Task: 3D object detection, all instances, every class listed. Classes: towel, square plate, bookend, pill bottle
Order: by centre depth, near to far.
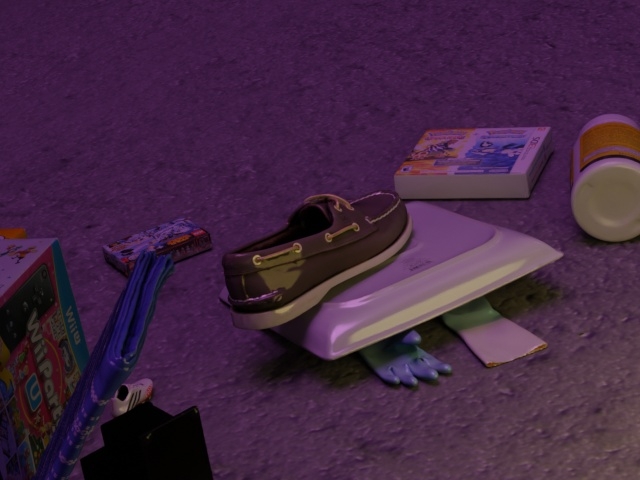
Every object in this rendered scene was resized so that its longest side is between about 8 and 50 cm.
[{"bbox_3d":[-0.237,0.189,1.465,0.040,0.336,0.243,25,24,-8],"label":"towel"},{"bbox_3d":[-0.183,0.228,1.504,0.072,0.156,0.157,-26,28,-33],"label":"bookend"},{"bbox_3d":[0.079,0.032,1.914,0.347,0.049,0.344,-23,19,-21],"label":"square plate"},{"bbox_3d":[0.402,-0.093,2.032,0.119,0.119,0.208,-5,25,12],"label":"pill bottle"}]

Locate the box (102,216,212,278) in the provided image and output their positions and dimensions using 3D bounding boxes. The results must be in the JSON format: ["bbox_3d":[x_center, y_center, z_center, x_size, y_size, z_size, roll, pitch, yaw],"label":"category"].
[{"bbox_3d":[-0.239,0.010,2.166,0.137,0.027,0.094,-21,25,-23],"label":"box"}]

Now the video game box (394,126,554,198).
[{"bbox_3d":[0.236,-0.119,2.245,0.205,0.048,0.187,0,23,21],"label":"video game box"}]

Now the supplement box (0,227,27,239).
[{"bbox_3d":[-0.492,0.132,1.740,0.194,0.195,0.356,-2,18,17],"label":"supplement box"}]

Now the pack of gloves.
[{"bbox_3d":[0.134,0.097,1.807,0.195,0.046,0.232,-18,26,-16],"label":"pack of gloves"}]

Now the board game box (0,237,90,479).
[{"bbox_3d":[-0.369,0.160,1.645,0.097,0.224,0.303,-3,26,18],"label":"board game box"}]

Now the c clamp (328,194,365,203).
[{"bbox_3d":[0.050,-0.040,2.170,0.160,0.022,0.137,-9,24,0],"label":"c clamp"}]

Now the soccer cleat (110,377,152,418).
[{"bbox_3d":[-0.226,0.182,1.768,0.029,0.036,0.083,3,27,26],"label":"soccer cleat"}]

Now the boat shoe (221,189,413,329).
[{"bbox_3d":[0.000,0.000,1.836,0.116,0.097,0.324,2,25,43],"label":"boat shoe"}]
